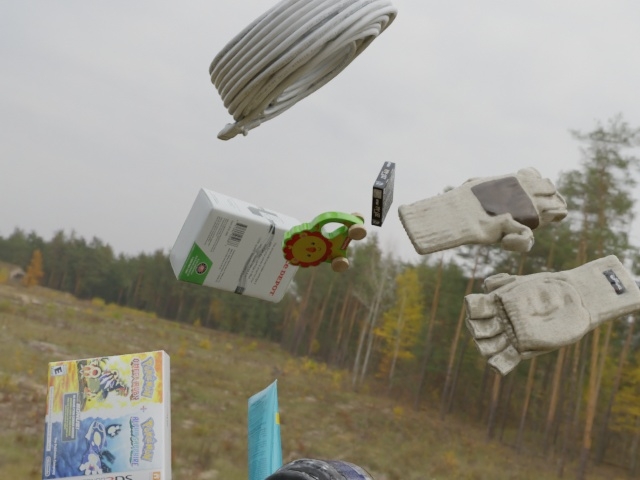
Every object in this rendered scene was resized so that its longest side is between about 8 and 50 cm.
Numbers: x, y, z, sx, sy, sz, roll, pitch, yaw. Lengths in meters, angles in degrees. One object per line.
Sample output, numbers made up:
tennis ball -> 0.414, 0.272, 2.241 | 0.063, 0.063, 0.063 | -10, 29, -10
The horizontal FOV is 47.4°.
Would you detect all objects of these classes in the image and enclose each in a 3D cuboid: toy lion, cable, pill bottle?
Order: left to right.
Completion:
cable -> -0.024, -0.253, 0.961 | 0.089, 0.257, 0.257 | 55, -32, -2
pill bottle -> -0.004, 0.340, 0.924 | 0.122, 0.123, 0.219 | 11, -13, 23
toy lion -> 0.000, 0.000, 0.957 | 0.096, 0.034, 0.100 | 13, -49, -18

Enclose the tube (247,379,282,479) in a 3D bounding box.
tube -> -0.081, 0.309, 1.046 | 0.052, 0.207, 0.080 | 24, -45, -35

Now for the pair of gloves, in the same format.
pair of gloves -> 0.223, 0.021, 0.839 | 0.204, 0.240, 0.042 | -21, -30, -17

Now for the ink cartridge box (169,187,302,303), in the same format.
ink cartridge box -> -0.143, 0.013, 1.315 | 0.208, 0.153, 0.087 | 18, 19, -32

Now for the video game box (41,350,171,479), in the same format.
video game box -> -0.325, 0.281, 1.119 | 0.187, 0.205, 0.048 | -6, -23, -1

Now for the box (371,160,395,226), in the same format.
box -> 0.100, -0.073, 1.156 | 0.018, 0.067, 0.083 | 14, -42, 15
